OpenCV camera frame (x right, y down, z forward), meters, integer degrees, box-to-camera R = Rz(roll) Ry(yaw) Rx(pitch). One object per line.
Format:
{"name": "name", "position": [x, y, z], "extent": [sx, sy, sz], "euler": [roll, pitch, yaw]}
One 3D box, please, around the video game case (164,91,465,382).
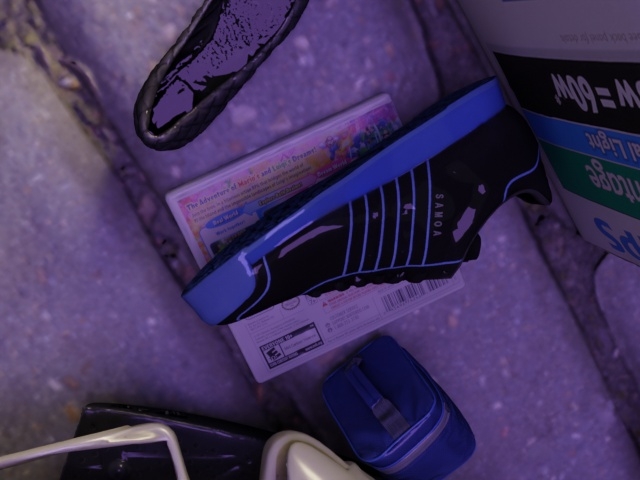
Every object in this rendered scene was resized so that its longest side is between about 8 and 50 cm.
{"name": "video game case", "position": [0.000, 0.000, 0.562], "extent": [0.157, 0.019, 0.143], "euler": [-25, 106, -2]}

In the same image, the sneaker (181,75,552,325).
{"name": "sneaker", "position": [0.033, -0.002, 0.513], "extent": [0.232, 0.081, 0.090], "euler": [-33, 99, -1]}

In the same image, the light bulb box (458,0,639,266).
{"name": "light bulb box", "position": [0.259, -0.206, 0.447], "extent": [0.357, 0.225, 0.361], "euler": [-32, 108, -1]}

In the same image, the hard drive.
{"name": "hard drive", "position": [-0.058, 0.207, 0.585], "extent": [0.254, 0.054, 0.172], "euler": [18, 100, -13]}

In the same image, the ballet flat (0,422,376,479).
{"name": "ballet flat", "position": [-0.063, 0.170, 0.482], "extent": [0.408, 0.147, 0.147], "euler": [2, 104, -8]}

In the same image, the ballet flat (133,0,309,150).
{"name": "ballet flat", "position": [-0.049, -0.123, 0.505], "extent": [0.057, 0.049, 0.173], "euler": [33, 96, -17]}

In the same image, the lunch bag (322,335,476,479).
{"name": "lunch bag", "position": [0.046, 0.109, 0.559], "extent": [0.067, 0.098, 0.065], "euler": [-40, 125, 0]}
